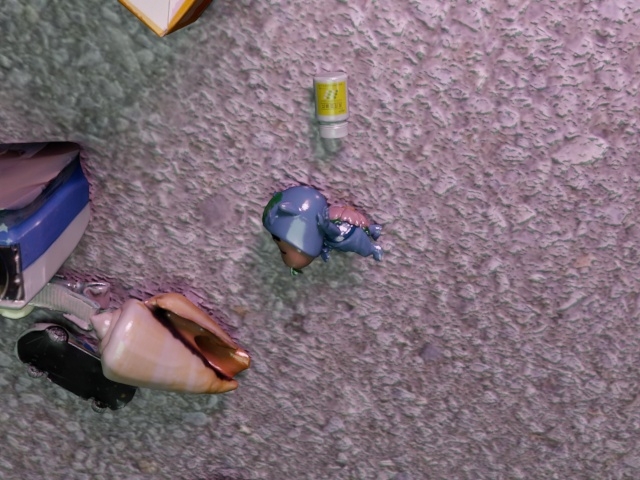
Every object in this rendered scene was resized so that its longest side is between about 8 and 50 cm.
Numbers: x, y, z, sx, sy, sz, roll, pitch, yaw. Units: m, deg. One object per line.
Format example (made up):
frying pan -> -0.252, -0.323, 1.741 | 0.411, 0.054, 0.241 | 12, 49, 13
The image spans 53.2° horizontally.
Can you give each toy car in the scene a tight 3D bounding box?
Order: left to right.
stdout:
toy car -> -0.390, 0.201, 1.032 | 0.205, 0.056, 0.095 | 33, 111, -9

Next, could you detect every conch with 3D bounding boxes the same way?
conch -> -0.241, 0.164, 0.997 | 0.255, 0.127, 0.158 | 38, 75, -36

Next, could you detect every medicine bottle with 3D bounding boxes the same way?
medicine bottle -> 0.016, -0.183, 0.861 | 0.047, 0.047, 0.083 | -4, 113, 2

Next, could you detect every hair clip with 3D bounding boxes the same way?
hair clip -> -0.429, 0.061, 0.962 | 0.219, 0.071, 0.159 | 14, 111, -4

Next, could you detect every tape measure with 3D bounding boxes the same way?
tape measure -> -0.445, -0.025, 0.821 | 0.262, 0.259, 0.138 | -1, 114, 2

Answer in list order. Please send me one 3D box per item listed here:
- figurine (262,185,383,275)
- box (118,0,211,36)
figurine -> -0.002, 0.001, 0.918 | 0.178, 0.114, 0.144 | 14, 115, -15
box -> -0.181, -0.414, 0.671 | 0.283, 0.214, 0.259 | 39, 106, -16
